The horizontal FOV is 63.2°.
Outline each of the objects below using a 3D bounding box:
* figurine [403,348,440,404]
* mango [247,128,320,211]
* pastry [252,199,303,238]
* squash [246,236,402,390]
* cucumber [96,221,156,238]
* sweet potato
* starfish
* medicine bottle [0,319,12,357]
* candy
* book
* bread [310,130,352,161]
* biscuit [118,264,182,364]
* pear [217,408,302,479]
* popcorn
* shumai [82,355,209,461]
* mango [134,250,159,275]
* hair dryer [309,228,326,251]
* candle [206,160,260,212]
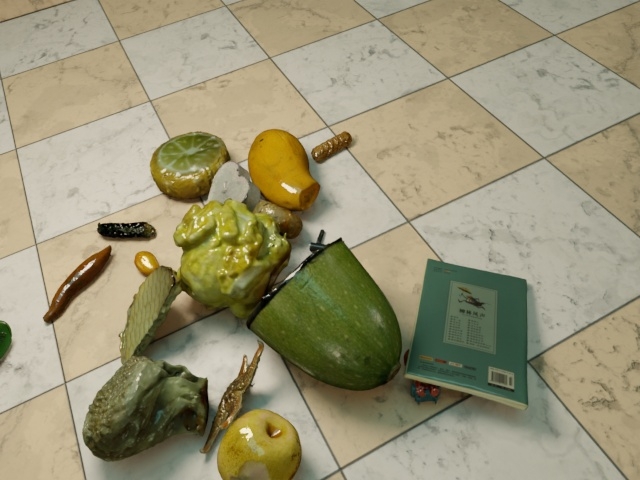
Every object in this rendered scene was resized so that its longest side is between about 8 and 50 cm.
[{"bbox_3d":[0.231,0.303,1.185,0.068,0.075,0.140,-8,41,1],"label":"figurine"},{"bbox_3d":[-0.122,-0.215,1.574,0.187,0.144,0.359,-20,49,-1],"label":"mango"},{"bbox_3d":[-0.120,-0.058,1.461,0.153,0.153,0.081,24,78,22],"label":"pastry"},{"bbox_3d":[0.043,0.205,1.190,0.310,0.310,0.309,-39,80,-23],"label":"squash"},{"bbox_3d":[-0.579,-0.030,1.540,0.181,0.053,0.053,0,52,10],"label":"cucumber"},{"bbox_3d":[-0.671,0.112,1.437,0.057,0.057,0.265,25,63,23],"label":"sweet potato"},{"bbox_3d":[-0.190,0.352,1.157,0.050,0.138,0.247,27,58,-11],"label":"starfish"},{"bbox_3d":[-0.934,0.234,1.317,0.274,0.133,0.133,8,53,11],"label":"medicine bottle"},{"bbox_3d":[-0.411,-0.241,1.652,0.259,0.118,0.260,-4,47,5],"label":"candy"},{"bbox_3d":[0.356,0.198,1.229,0.264,0.031,0.379,14,43,10],"label":"book"},{"bbox_3d":[0.036,-0.307,1.697,0.157,0.044,0.052,-33,61,-18],"label":"bread"},{"bbox_3d":[-0.429,0.170,1.295,0.274,0.036,0.187,-56,39,14],"label":"biscuit"},{"bbox_3d":[-0.127,0.439,1.057,0.178,0.178,0.178,-3,52,4],"label":"pear"},{"bbox_3d":[-0.234,0.032,1.320,0.312,0.312,0.312,-3,52,4],"label":"popcorn"},{"bbox_3d":[-0.381,0.387,1.145,0.260,0.222,0.225,-30,32,28],"label":"shumai"},{"bbox_3d":[-0.485,0.065,1.458,0.089,0.046,0.060,35,62,23],"label":"mango"},{"bbox_3d":[0.000,0.000,1.477,0.047,0.026,0.083,9,46,10],"label":"hair dryer"},{"bbox_3d":[-0.265,-0.133,1.529,0.168,0.068,0.192,-44,48,13],"label":"candle"}]
